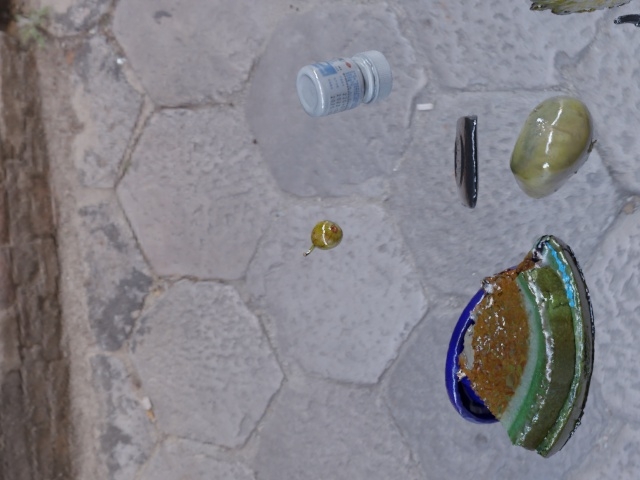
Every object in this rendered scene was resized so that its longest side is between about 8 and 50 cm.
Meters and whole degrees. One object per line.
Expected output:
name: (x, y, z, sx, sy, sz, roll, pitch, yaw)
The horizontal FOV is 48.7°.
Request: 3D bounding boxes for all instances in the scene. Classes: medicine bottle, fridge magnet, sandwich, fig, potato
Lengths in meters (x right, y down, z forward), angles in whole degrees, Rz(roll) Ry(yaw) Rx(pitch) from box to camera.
medicine bottle: (0.046, -0.306, 1.383, 0.105, 0.168, 0.105, 42, 142, 44)
fridge magnet: (0.295, 0.162, 1.070, 0.112, 0.265, 0.266, 27, 109, 49)
sandwich: (0.228, 0.108, 0.794, 0.159, 0.079, 0.235, 23, 100, 45)
fig: (0.000, 0.000, 1.143, 0.083, 0.050, 0.050, -42, 76, 40)
potato: (0.451, -0.178, 1.395, 0.141, 0.296, 0.192, 26, 90, 9)

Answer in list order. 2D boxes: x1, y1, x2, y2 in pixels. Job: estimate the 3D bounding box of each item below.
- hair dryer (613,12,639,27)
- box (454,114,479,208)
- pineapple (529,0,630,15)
hair dryer: (0.638, -0.369, 1.301, 0.219, 0.075, 0.196, 10, 84, -6)
box: (0.313, -0.166, 1.513, 0.042, 0.212, 0.201, -1, 98, 5)
pineapple: (0.415, -0.513, 1.048, 0.262, 0.262, 0.272, -9, 83, 28)
